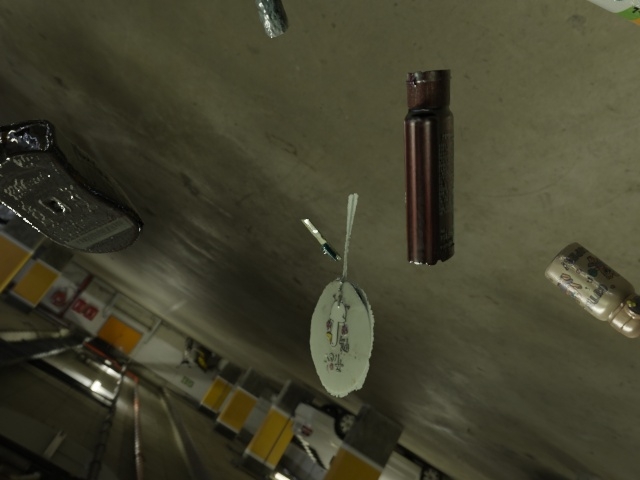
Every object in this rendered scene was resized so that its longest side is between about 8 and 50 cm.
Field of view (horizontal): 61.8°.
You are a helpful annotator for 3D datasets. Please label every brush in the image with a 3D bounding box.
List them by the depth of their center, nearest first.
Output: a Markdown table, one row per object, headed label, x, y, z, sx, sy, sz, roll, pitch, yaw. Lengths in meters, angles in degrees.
| label | x | y | z | sx | sy | sz | roll | pitch | yaw |
| --- | --- | --- | --- | --- | --- | --- | --- | --- | --- |
| brush | 0.000 | 0.000 | 0.772 | 0.016 | 0.013 | 0.084 | -6 | 129 | 54 |

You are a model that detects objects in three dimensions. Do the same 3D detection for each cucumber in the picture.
| label | x | y | z | sx | sy | sz | roll | pitch | yaw |
| --- | --- | --- | --- | --- | --- | --- | --- | --- | --- |
| cucumber | -0.114 | -0.527 | 1.217 | 0.064 | 0.064 | 0.112 | 19 | 148 | 35 |

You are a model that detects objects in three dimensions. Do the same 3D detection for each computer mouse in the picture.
| label | x | y | z | sx | sy | sz | roll | pitch | yaw |
| --- | --- | --- | --- | --- | --- | --- | --- | --- | --- |
| computer mouse | -0.373 | -0.079 | 0.770 | 0.147 | 0.088 | 0.264 | -22 | 144 | 11 |

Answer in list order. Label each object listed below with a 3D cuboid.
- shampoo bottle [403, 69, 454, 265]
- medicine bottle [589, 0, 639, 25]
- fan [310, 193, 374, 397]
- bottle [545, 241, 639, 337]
| label | x | y | z | sx | sy | sz | roll | pitch | yaw |
| --- | --- | --- | --- | --- | --- | --- | --- | --- | --- |
| shampoo bottle | 0.189 | -0.127 | 0.932 | 0.084 | 0.129 | 0.323 | 5 | 109 | 31 |
| medicine bottle | 0.360 | -0.286 | 0.564 | 0.296 | 0.111 | 0.161 | 26 | -162 | -3 |
| fan | 0.042 | 0.108 | 1.094 | 0.012 | 0.415 | 0.233 | 9 | 172 | -32 |
| bottle | 0.566 | 0.099 | 1.071 | 0.209 | 0.097 | 0.110 | 46 | 170 | 32 |
